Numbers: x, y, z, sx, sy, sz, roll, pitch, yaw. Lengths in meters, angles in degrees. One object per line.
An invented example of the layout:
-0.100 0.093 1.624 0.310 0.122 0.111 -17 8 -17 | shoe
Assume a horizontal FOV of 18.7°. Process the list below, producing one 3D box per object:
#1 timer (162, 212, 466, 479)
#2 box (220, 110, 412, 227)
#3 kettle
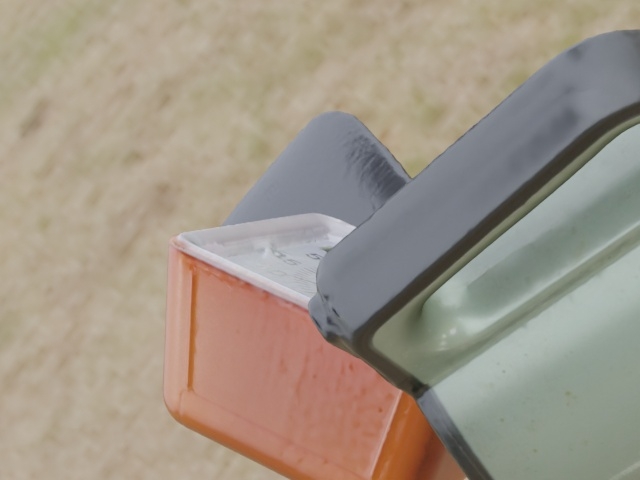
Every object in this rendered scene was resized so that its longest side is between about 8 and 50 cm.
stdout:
0.038 0.074 1.494 0.250 0.257 0.161 -32 -41 -52 | timer
0.000 0.000 1.727 0.212 0.042 0.201 -52 49 20 | box
0.209 -0.013 1.129 0.376 0.361 0.250 -35 62 13 | kettle
